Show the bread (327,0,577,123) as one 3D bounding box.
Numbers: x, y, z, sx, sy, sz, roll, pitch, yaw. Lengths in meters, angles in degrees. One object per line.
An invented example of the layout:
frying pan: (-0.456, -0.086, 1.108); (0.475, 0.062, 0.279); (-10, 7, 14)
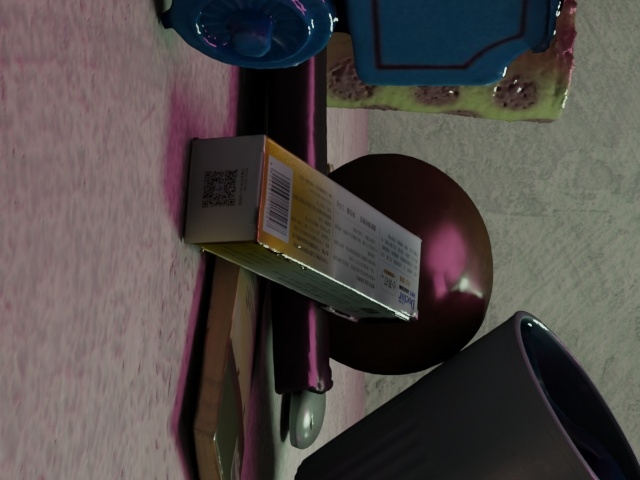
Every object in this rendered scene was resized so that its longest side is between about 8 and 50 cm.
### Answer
bread: (0.138, -0.248, 1.553); (0.155, 0.338, 0.187); (98, -5, -77)

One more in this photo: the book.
book: (-0.070, 0.085, 1.058); (0.201, 0.026, 0.289); (88, 6, -51)

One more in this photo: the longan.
longan: (0.074, 0.029, 1.409); (0.258, 0.258, 0.258); (2, 90, -85)

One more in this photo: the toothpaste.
toothpaste: (0.000, 0.000, 1.024); (0.313, 0.071, 0.089); (29, 61, -60)

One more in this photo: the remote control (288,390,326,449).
remote control: (-0.013, 0.192, 1.636); (0.256, 0.045, 0.097); (-79, 170, -73)

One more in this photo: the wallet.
wallet: (-0.019, -0.061, 1.209); (0.228, 0.062, 0.406); (123, -34, -86)

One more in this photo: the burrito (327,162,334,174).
burrito: (-0.010, -0.012, 1.616); (0.045, 0.041, 0.186); (109, -13, -77)

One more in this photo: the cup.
cup: (0.152, 0.244, 1.394); (0.257, 0.311, 0.331); (41, 22, -37)

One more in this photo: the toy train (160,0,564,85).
toy train: (0.029, -0.234, 0.751); (0.300, 0.265, 0.188); (79, 14, -61)
